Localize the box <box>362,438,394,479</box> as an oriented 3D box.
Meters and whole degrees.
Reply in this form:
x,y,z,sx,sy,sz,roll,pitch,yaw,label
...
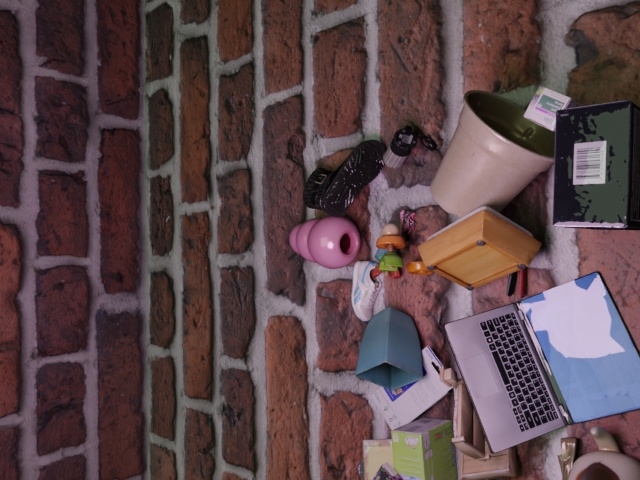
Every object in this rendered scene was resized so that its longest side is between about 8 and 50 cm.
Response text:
x,y,z,sx,sy,sz,roll,pitch,yaw,label
0.236,0.850,1.873,0.148,0.121,0.311,-13,65,23,box

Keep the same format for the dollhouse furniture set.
x,y,z,sx,sy,sz,roll,pitch,yaw,label
0.413,0.608,1.622,0.174,0.355,0.303,-29,32,37,dollhouse furniture set

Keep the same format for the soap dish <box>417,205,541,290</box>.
x,y,z,sx,sy,sz,roll,pitch,yaw,label
0.469,0.035,1.635,0.291,0.229,0.118,-36,32,52,soap dish

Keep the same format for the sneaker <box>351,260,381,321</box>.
x,y,z,sx,sy,sz,roll,pitch,yaw,label
0.175,0.190,2.034,0.092,0.087,0.228,-1,90,40,sneaker

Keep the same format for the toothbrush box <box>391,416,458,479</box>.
x,y,z,sx,sy,sz,roll,pitch,yaw,label
0.347,0.749,1.786,0.122,0.206,0.283,-10,83,41,toothbrush box

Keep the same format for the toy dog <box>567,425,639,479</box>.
x,y,z,sx,sy,sz,roll,pitch,yaw,label
0.703,0.694,1.327,0.285,0.408,0.395,2,91,42,toy dog

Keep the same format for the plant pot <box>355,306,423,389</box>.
x,y,z,sx,sy,sz,roll,pitch,yaw,label
0.242,0.362,1.878,0.166,0.166,0.234,-38,33,45,plant pot

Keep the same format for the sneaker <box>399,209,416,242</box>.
x,y,z,sx,sy,sz,roll,pitch,yaw,label
0.316,-0.051,1.942,0.057,0.047,0.119,0,90,31,sneaker

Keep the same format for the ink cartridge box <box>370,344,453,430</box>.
x,y,z,sx,sy,sz,roll,pitch,yaw,label
0.331,0.520,1.901,0.332,0.065,0.165,-50,58,31,ink cartridge box

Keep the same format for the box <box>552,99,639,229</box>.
x,y,z,sx,sy,sz,roll,pitch,yaw,label
0.735,-0.173,1.389,0.183,0.294,0.296,3,91,45,box

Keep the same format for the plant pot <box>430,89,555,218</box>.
x,y,z,sx,sy,sz,roll,pitch,yaw,label
0.495,-0.227,1.623,0.333,0.334,0.305,53,133,29,plant pot

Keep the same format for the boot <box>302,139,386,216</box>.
x,y,z,sx,sy,sz,roll,pitch,yaw,label
0.080,-0.253,2.100,0.348,0.131,0.260,-49,22,-2,boot

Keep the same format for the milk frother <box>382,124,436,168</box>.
x,y,z,sx,sy,sz,roll,pitch,yaw,label
0.315,-0.318,1.915,0.143,0.129,0.134,38,156,6,milk frother

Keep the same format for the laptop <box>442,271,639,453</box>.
x,y,z,sx,sy,sz,roll,pitch,yaw,label
0.630,0.341,1.527,0.236,0.408,0.381,117,137,-66,laptop

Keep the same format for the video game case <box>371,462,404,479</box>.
x,y,z,sx,sy,sz,roll,pitch,yaw,label
0.224,0.868,1.725,0.210,0.042,0.232,39,113,35,video game case

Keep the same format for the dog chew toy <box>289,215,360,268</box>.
x,y,z,sx,sy,sz,roll,pitch,yaw,label
0.000,0.000,2.130,0.332,0.207,0.206,7,94,51,dog chew toy

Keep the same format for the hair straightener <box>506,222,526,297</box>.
x,y,z,sx,sy,sz,roll,pitch,yaw,label
0.591,0.061,1.682,0.089,0.047,0.230,1,90,42,hair straightener

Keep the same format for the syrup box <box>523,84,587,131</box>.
x,y,z,sx,sy,sz,roll,pitch,yaw,label
0.666,-0.345,1.494,0.093,0.237,0.096,40,115,36,syrup box

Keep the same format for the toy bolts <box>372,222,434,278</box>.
x,y,z,sx,sy,sz,roll,pitch,yaw,label
0.280,0.039,1.915,0.228,0.218,0.158,135,139,-70,toy bolts

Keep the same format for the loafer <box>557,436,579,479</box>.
x,y,z,sx,sy,sz,roll,pitch,yaw,label
0.710,0.636,1.563,0.050,0.056,0.148,6,84,43,loafer

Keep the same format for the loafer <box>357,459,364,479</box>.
x,y,z,sx,sy,sz,roll,pitch,yaw,label
0.251,0.900,1.971,0.096,0.084,0.267,-48,58,-6,loafer
